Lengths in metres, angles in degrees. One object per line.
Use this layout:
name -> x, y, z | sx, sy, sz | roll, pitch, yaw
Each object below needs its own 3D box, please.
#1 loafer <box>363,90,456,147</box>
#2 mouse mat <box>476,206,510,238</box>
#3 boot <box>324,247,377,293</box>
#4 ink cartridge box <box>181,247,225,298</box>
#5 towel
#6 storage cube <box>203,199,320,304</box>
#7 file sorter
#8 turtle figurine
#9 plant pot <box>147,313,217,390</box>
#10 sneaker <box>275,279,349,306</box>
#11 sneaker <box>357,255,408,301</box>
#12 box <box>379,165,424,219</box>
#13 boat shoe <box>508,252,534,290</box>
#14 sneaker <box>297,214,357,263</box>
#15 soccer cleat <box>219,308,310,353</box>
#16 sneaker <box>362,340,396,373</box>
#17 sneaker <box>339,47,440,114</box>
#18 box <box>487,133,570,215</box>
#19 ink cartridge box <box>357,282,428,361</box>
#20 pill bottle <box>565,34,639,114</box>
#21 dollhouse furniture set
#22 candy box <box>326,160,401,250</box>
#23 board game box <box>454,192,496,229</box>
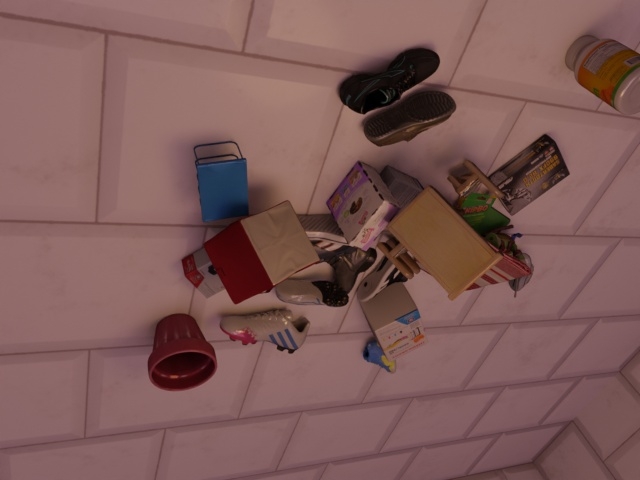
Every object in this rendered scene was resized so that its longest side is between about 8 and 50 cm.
loafer -> 0.238, -0.321, 1.457 | 0.252, 0.094, 0.087 | -18, 160, 5
mouse mat -> 0.563, -0.050, 1.896 | 0.190, 0.007, 0.152 | 25, 117, -37
boot -> 0.052, 0.082, 1.757 | 0.161, 0.083, 0.246 | 25, 118, -25
ink cartridge box -> -0.292, 0.072, 1.581 | 0.175, 0.072, 0.127 | -29, 135, 4
towel -> 0.485, 0.081, 1.788 | 0.237, 0.037, 0.329 | 31, 154, -16
storage cube -> -0.157, 0.030, 1.434 | 0.184, 0.214, 0.193 | -26, 180, -44
file sorter -> -0.252, -0.151, 1.371 | 0.118, 0.104, 0.170 | -11, 134, -16
turtle figurine -> 0.583, 0.072, 1.850 | 0.266, 0.197, 0.274 | 20, 112, -47
plant pot -> -0.435, 0.334, 1.683 | 0.202, 0.180, 0.201 | -13, 134, -14
sneaker -> -0.026, 0.172, 1.755 | 0.238, 0.085, 0.086 | 8, 161, 2
sneaker -> 0.232, 0.141, 1.872 | 0.121, 0.079, 0.216 | 20, 118, -35
box -> 0.220, -0.136, 1.617 | 0.137, 0.072, 0.126 | 19, 121, -35
boat shoe -> 0.780, 0.109, 2.100 | 0.076, 0.083, 0.226 | -29, 148, -14
sneaker -> 0.000, 0.000, 1.611 | 0.322, 0.126, 0.127 | 4, 124, -13
soccer cleat -> -0.177, 0.276, 1.810 | 0.331, 0.116, 0.143 | 21, 103, -39
sneaker -> 0.236, 0.461, 2.182 | 0.126, 0.091, 0.240 | -7, 136, 7
sneaker -> 0.184, -0.384, 1.351 | 0.268, 0.106, 0.101 | -26, 134, -1
box -> 0.673, -0.207, 1.765 | 0.231, 0.056, 0.183 | -38, 134, 12
ink cartridge box -> 0.262, 0.287, 1.957 | 0.171, 0.168, 0.232 | -26, 136, -1
pill bottle -> 0.770, -0.450, 1.448 | 0.137, 0.245, 0.136 | -12, 134, -13
dollhouse furniture set -> 0.370, -0.013, 1.546 | 0.362, 0.256, 0.394 | -45, 170, 18
candy box -> 0.116, -0.097, 1.518 | 0.070, 0.196, 0.164 | 19, 121, -36
board game box -> 0.475, -0.057, 1.822 | 0.124, 0.039, 0.259 | 4, 131, -29
